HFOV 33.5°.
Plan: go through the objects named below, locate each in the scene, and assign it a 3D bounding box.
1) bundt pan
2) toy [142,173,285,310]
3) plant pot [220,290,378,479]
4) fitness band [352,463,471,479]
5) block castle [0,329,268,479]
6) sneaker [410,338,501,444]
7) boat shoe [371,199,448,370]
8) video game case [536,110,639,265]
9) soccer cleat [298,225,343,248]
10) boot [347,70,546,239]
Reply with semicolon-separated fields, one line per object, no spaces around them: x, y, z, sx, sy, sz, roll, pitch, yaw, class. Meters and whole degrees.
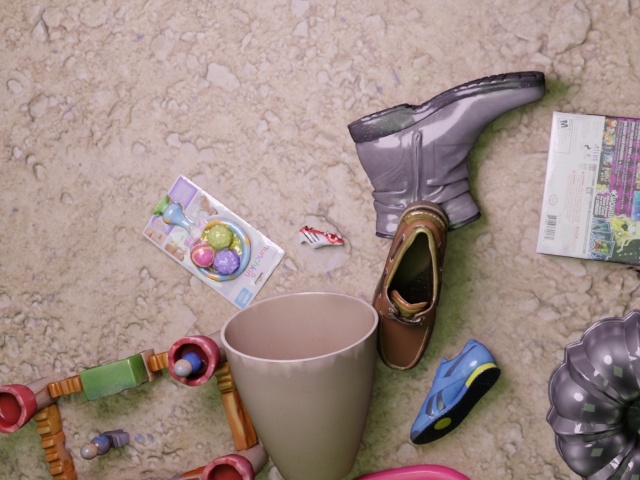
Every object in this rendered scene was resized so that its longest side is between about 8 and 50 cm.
0.513;0.277;1.656;0.331;0.124;0.330;2;95;17;bundt pan
-0.198;0.007;1.868;0.237;0.056;0.137;38;105;10;toy
-0.021;0.261;1.761;0.257;0.256;0.274;0;111;16;plant pot
0.149;0.494;1.820;0.291;0.054;0.209;-14;89;16;fitness band
-0.344;0.350;1.861;0.453;0.213;0.303;-16;91;16;block castle
0.214;0.254;1.777;0.209;0.069;0.082;-53;48;23;sneaker
0.137;0.091;1.717;0.111;0.104;0.307;7;116;6;boat shoe
0.459;-0.081;1.678;0.210;0.042;0.232;7;97;15;video game case
0.000;0.000;1.826;0.083;0.029;0.035;15;108;17;soccer cleat
0.225;-0.134;1.719;0.338;0.118;0.222;-16;98;24;boot
